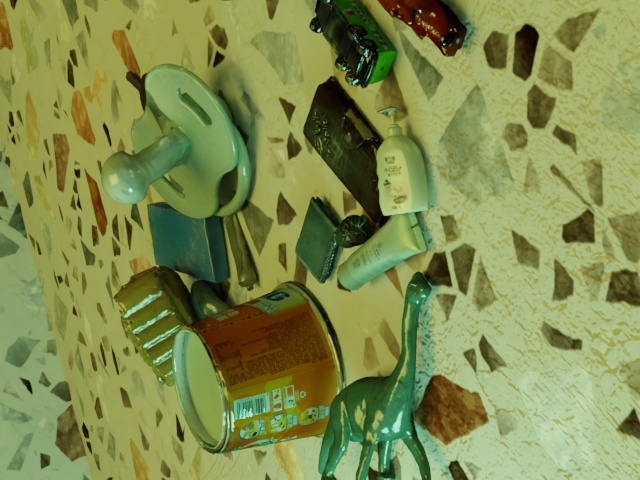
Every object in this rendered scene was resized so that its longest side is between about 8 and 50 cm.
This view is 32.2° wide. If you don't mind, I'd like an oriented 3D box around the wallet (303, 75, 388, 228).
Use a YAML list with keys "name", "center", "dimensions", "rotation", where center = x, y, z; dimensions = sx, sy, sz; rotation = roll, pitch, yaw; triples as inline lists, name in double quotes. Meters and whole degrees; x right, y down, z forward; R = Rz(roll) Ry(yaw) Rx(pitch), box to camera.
- name: "wallet"
  center: [0.045, -0.136, 1.685]
  dimensions: [0.232, 0.031, 0.122]
  rotation: [55, 144, 33]

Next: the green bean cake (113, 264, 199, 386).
- name: "green bean cake"
  center: [-0.313, 0.166, 2.254]
  dimensions: [0.230, 0.131, 0.224]
  rotation: [61, -179, -4]

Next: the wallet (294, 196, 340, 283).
- name: "wallet"
  center: [0.000, 0.000, 1.826]
  dimensions: [0.088, 0.026, 0.129]
  rotation: [51, 141, 32]

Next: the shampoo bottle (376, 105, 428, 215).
- name: "shampoo bottle"
  center: [0.111, -0.113, 1.555]
  dimensions: [0.077, 0.045, 0.152]
  rotation: [-6, 90, 42]

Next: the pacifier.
- name: "pacifier"
  center: [-0.279, -0.144, 2.036]
  dimensions: [0.288, 0.269, 0.343]
  rotation: [43, 145, 13]

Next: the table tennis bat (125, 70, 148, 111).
- name: "table tennis bat"
  center: [-0.417, -0.307, 2.353]
  dimensions: [0.170, 0.119, 0.108]
  rotation: [45, 137, 42]

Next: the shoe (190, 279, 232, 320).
- name: "shoe"
  center: [-0.195, 0.157, 2.214]
  dimensions: [0.078, 0.079, 0.195]
  rotation: [-30, 61, 23]

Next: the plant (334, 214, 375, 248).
- name: "plant"
  center: [0.055, -0.018, 1.690]
  dimensions: [0.102, 0.051, 0.051]
  rotation: [142, 113, -70]

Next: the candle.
- name: "candle"
  center: [0.100, -0.339, 1.480]
  dimensions: [0.059, 0.084, 0.302]
  rotation: [-50, 44, 18]

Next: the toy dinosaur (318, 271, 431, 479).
- name: "toy dinosaur"
  center: [0.076, 0.221, 1.734]
  dimensions: [0.383, 0.129, 0.331]
  rotation: [-9, 83, 63]

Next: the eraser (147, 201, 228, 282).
- name: "eraser"
  center: [-0.280, -0.001, 2.310]
  dimensions: [0.312, 0.042, 0.144]
  rotation: [10, 111, 60]

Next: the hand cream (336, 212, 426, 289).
- name: "hand cream"
  center: [0.091, 0.016, 1.651]
  dimensions: [0.205, 0.049, 0.078]
  rotation: [-40, 61, 53]

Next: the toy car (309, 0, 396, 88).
- name: "toy car"
  center: [0.045, -0.295, 1.589]
  dimensions: [0.165, 0.062, 0.071]
  rotation: [58, 145, 31]

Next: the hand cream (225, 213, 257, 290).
- name: "hand cream"
  center: [-0.155, 0.020, 2.117]
  dimensions: [0.057, 0.037, 0.165]
  rotation: [126, 132, -55]

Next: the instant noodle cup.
- name: "instant noodle cup"
  center: [-0.120, 0.233, 1.941]
  dimensions: [0.296, 0.214, 0.296]
  rotation: [32, 128, 53]
